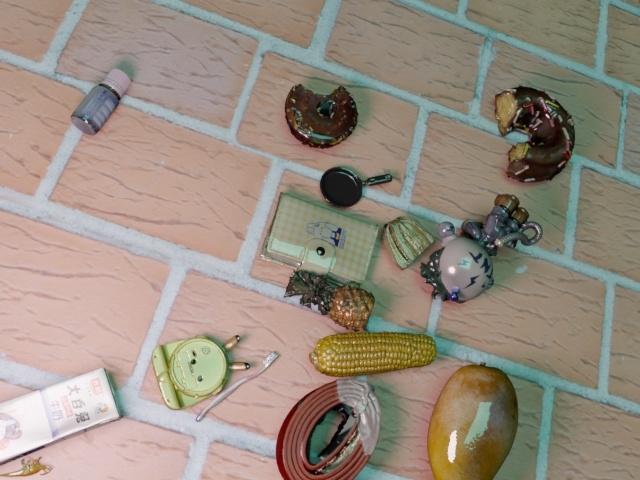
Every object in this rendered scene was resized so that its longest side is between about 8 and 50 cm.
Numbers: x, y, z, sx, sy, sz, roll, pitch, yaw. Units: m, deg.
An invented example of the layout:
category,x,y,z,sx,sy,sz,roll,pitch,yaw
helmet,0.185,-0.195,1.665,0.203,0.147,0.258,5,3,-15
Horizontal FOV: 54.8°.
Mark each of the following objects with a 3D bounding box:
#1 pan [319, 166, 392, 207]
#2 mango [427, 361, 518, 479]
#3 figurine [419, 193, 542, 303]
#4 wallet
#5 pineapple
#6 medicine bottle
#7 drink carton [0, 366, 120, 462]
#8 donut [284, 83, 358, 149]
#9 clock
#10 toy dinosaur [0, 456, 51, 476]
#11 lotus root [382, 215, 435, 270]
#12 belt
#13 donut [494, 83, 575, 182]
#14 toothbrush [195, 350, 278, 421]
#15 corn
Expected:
category,x,y,z,sx,sy,sz,roll,pitch,yaw
pan,0.110,-0.169,1.892,0.235,0.028,0.136,-11,74,-15
mango,0.398,0.508,1.622,0.222,0.199,0.383,19,68,-9
figurine,0.452,0.026,1.824,0.261,0.186,0.382,44,71,-6
wallet,0.000,0.000,1.783,0.310,0.077,0.223,20,63,-8
pineapple,0.022,0.163,1.703,0.248,0.128,0.128,20,66,-1
medicine bottle,-0.621,-0.399,1.758,0.084,0.083,0.203,28,67,-3
drink carton,-0.640,0.414,1.442,0.315,0.106,0.130,-18,77,-21
donut,0.001,-0.379,1.906,0.230,0.096,0.216,-11,76,-18
clock,-0.305,0.321,1.580,0.232,0.069,0.170,-17,75,-20
toy dinosaur,-0.683,0.526,1.428,0.113,0.026,0.041,4,87,-23
lotus root,0.249,0.000,1.845,0.143,0.070,0.144,-33,85,-17
belt,0.024,0.489,1.579,0.227,0.115,0.323,38,65,0
donut,0.732,-0.356,2.069,0.260,0.136,0.344,3,71,-10
toothbrush,-0.216,0.379,1.609,0.269,0.021,0.027,-37,70,-24
corn,0.146,0.304,1.681,0.364,0.120,0.120,-2,71,-19
